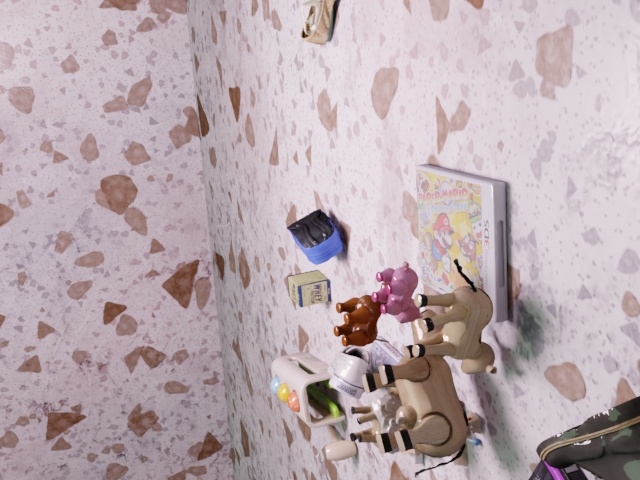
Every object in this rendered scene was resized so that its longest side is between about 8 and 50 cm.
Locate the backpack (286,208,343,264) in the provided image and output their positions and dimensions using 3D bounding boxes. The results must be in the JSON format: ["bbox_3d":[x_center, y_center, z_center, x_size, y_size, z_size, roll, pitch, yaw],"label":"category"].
[{"bbox_3d":[0.000,0.000,1.639,0.101,0.098,0.120,57,176,-33],"label":"backpack"}]

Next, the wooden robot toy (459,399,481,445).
[{"bbox_3d":[0.202,0.316,1.238,0.173,0.079,0.076,148,111,-69],"label":"wooden robot toy"}]

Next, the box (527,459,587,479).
[{"bbox_3d":[0.325,0.369,0.991,0.162,0.029,0.116,100,153,-43],"label":"box"}]

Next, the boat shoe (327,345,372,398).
[{"bbox_3d":[0.068,0.266,1.545,0.267,0.096,0.088,32,-98,-82],"label":"boat shoe"}]

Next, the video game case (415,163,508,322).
[{"bbox_3d":[0.213,-0.004,1.124,0.227,0.026,0.206,-149,52,-66],"label":"video game case"}]

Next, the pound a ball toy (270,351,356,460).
[{"bbox_3d":[-0.034,0.430,1.888,0.319,0.136,0.208,-168,70,-70],"label":"pound a ball toy"}]

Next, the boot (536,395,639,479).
[{"bbox_3d":[0.338,0.276,0.845,0.198,0.077,0.137,112,138,-59],"label":"boot"}]

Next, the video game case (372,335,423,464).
[{"bbox_3d":[0.153,0.317,1.466,0.183,0.023,0.201,-143,47,-63],"label":"video game case"}]

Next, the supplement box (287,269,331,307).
[{"bbox_3d":[-0.028,0.118,1.789,0.083,0.083,0.056,-144,46,-62],"label":"supplement box"}]

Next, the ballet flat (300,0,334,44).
[{"bbox_3d":[-0.004,-0.478,1.439,0.206,0.067,0.073,99,154,-43],"label":"ballet flat"}]

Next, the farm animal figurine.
[{"bbox_3d":[0.167,0.190,1.127,0.330,0.172,0.326,173,90,-67],"label":"farm animal figurine"}]

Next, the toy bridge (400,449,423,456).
[{"bbox_3d":[0.154,0.377,1.420,0.188,0.026,0.063,-156,56,-68],"label":"toy bridge"}]
